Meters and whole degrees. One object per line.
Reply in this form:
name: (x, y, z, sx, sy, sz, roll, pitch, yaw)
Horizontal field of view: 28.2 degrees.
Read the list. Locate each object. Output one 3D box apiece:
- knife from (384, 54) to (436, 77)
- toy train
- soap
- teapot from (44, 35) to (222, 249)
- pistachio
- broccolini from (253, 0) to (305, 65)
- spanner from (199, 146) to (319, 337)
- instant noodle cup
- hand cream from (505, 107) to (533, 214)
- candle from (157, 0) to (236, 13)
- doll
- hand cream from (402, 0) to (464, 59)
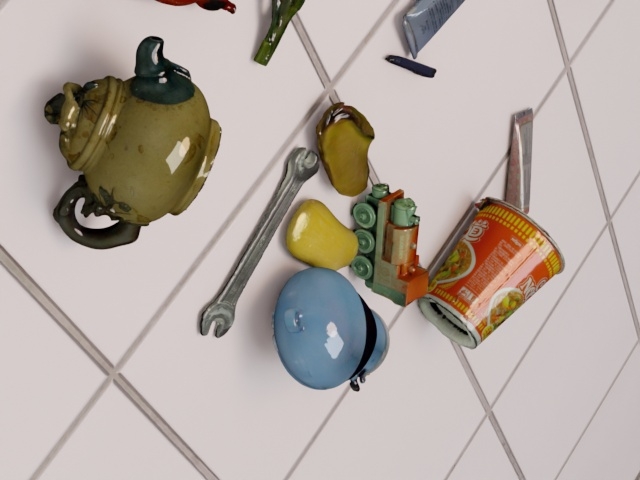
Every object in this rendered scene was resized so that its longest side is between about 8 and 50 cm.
knife: (0.135, -0.262, 1.905, 0.121, 0.031, 0.018, 12, 99, -50)
toy train: (0.109, 0.003, 1.939, 0.074, 0.118, 0.175, -30, 133, -46)
soap: (0.000, 0.000, 1.863, 0.089, 0.033, 0.168, -59, 145, -9)
teapot: (-0.223, -0.105, 1.411, 0.183, 0.173, 0.269, 24, 117, -22)
pistachio: (0.035, -0.138, 1.819, 0.090, 0.049, 0.173, -33, 140, -14)
broccolini: (-0.029, -0.315, 1.616, 0.091, 0.068, 0.202, -29, 135, -68)
spanner: (-0.085, 0.002, 1.763, 0.302, 0.017, 0.071, -62, 146, -7)
instant noodle cup: (0.278, 0.064, 2.174, 0.212, 0.193, 0.193, -47, 142, -15)
hand cream: (0.356, -0.130, 2.277, 0.067, 0.043, 0.209, -24, 122, -48)
candle: (-0.202, -0.292, 1.402, 0.329, 0.051, 0.048, 0, 119, -53)
doll: (0.013, 0.136, 1.869, 0.314, 0.141, 0.177, 32, 50, -66)
hand cream: (0.206, -0.384, 1.910, 0.256, 0.055, 0.088, -51, 151, -18)
